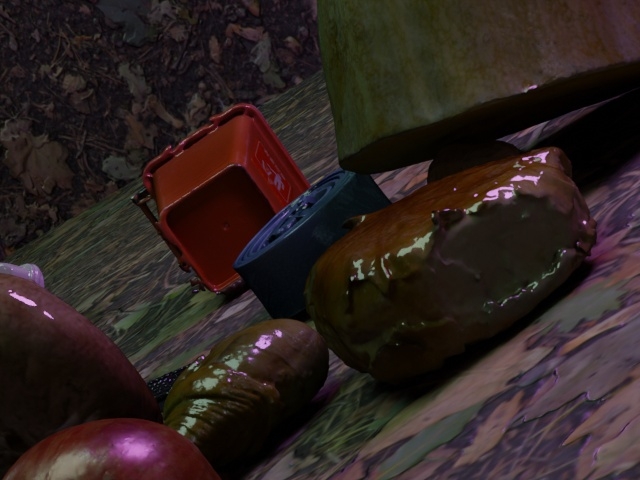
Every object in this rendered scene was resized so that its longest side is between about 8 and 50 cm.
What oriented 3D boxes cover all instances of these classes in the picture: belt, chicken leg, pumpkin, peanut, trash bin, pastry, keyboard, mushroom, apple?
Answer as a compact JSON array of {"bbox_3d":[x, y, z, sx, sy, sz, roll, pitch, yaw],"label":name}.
[{"bbox_3d":[0.000,0.000,1.748,0.141,0.082,0.190,-32,10,28],"label":"belt"},{"bbox_3d":[-0.080,0.138,1.361,0.103,0.088,0.227,-7,33,49],"label":"chicken leg"},{"bbox_3d":[0.143,-0.192,1.604,0.332,0.199,0.332,-18,0,0],"label":"pumpkin"},{"bbox_3d":[0.136,-0.043,1.537,0.080,0.080,0.174,-36,12,-9],"label":"peanut"},{"bbox_3d":[-0.115,-0.032,2.089,0.184,0.161,0.238,-33,13,8],"label":"trash bin"},{"bbox_3d":[0.088,0.016,1.318,0.218,0.100,0.229,-21,11,39],"label":"pastry"},{"bbox_3d":[-0.149,0.142,1.746,0.196,0.015,0.074,-25,13,44],"label":"keyboard"},{"bbox_3d":[-0.196,0.134,1.491,0.285,0.151,0.156,76,-149,-57],"label":"mushroom"},{"bbox_3d":[-0.122,0.176,1.116,0.146,0.146,0.131,-29,1,27],"label":"apple"}]

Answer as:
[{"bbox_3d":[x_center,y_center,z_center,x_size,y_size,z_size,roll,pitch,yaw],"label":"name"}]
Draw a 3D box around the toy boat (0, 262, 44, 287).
[{"bbox_3d":[-0.291,0.158,1.669,0.141,0.269,0.141,-4,-11,-1],"label":"toy boat"}]
